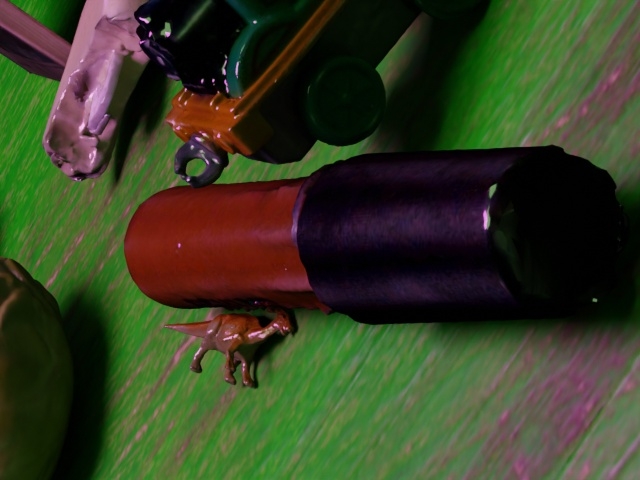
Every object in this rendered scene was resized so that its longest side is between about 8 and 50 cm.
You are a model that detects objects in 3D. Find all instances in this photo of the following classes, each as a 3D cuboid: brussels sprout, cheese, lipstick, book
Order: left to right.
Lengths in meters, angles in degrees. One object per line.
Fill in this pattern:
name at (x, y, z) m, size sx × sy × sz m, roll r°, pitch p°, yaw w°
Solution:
book at (-0.288, -0.192, 1.356) m, size 0.025 × 0.283 × 0.215 m, roll -59°, pitch 24°, yaw -6°
brussels sprout at (-0.240, 0.111, 1.214) m, size 0.223 × 0.161 × 0.223 m, roll -163°, pitch 90°, yaw -87°
cheese at (-0.130, -0.163, 1.288) m, size 0.127 × 0.050 × 0.235 m, roll 127°, pitch 158°, yaw -48°
lipstick at (0.000, 0.000, 0.896) m, size 0.418 × 0.077 × 0.077 m, roll -3°, pitch 71°, yaw 64°

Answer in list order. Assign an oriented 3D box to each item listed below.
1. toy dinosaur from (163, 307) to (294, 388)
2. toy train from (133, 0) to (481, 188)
toy dinosaur at (-0.052, 0.056, 1.015) m, size 0.113 × 0.026 × 0.041 m, roll -11°, pitch 57°, yaw 51°
toy train at (-0.008, -0.129, 0.901) m, size 0.227 × 0.136 × 0.091 m, roll -49°, pitch 23°, yaw -11°
